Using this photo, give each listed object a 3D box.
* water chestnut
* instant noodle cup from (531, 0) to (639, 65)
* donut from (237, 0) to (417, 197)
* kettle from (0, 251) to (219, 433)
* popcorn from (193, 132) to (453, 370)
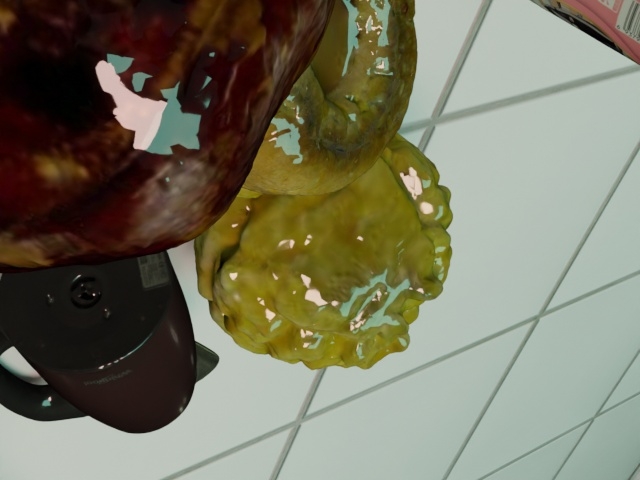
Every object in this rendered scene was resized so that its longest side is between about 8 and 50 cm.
[{"bbox_3d":[-0.131,-0.119,0.683,0.335,0.335,0.347,-43,136,-1],"label":"water chestnut"},{"bbox_3d":[0.289,-0.259,1.126,0.244,0.255,0.244,-34,150,-23],"label":"instant noodle cup"},{"bbox_3d":[-0.026,-0.158,0.910,0.208,0.128,0.261,-46,135,-29],"label":"donut"},{"bbox_3d":[-0.199,0.099,1.116,0.202,0.144,0.232,-19,151,-4],"label":"kettle"},{"bbox_3d":[0.004,0.002,1.180,0.249,0.249,0.225,-42,-179,-3],"label":"popcorn"}]
